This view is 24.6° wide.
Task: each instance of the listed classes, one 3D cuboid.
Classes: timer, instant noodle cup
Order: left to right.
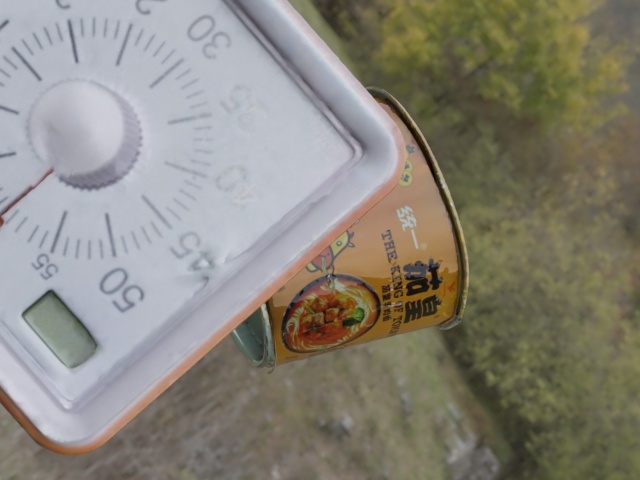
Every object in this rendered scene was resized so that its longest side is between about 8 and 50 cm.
[{"bbox_3d":[-0.133,-0.048,0.820,0.257,0.250,0.161,49,-18,-1],"label":"timer"},{"bbox_3d":[0.000,0.000,1.203,0.216,0.172,0.215,160,-90,-74],"label":"instant noodle cup"}]
